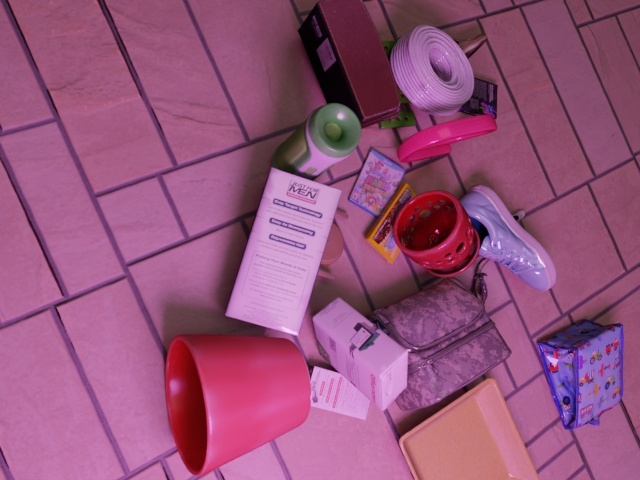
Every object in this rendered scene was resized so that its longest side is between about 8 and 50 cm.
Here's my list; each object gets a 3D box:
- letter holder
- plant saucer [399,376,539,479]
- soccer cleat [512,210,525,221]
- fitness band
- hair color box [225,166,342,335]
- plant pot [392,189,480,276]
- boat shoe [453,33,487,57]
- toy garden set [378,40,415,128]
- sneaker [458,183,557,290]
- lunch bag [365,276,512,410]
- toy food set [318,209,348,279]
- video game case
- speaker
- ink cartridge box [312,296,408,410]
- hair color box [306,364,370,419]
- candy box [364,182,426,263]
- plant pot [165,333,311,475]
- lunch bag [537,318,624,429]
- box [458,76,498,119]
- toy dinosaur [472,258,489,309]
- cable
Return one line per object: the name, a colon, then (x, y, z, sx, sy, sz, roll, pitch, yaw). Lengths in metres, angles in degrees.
letter holder: (0.112, -0.458, 1.352, 0.215, 0.152, 0.301, -23, 94, -21)
plant saucer: (0.377, 0.576, 1.368, 0.333, 0.081, 0.332, -24, 90, -24)
soccer cleat: (0.598, -0.071, 1.596, 0.083, 0.036, 0.029, -23, 90, -24)
fitness band: (0.342, -0.280, 1.432, 0.291, 0.209, 0.054, -17, 86, -24)
hair color box: (-0.087, 0.026, 1.213, 0.174, 0.105, 0.347, 18, 85, -8)
plant pot: (0.311, -0.011, 1.372, 0.174, 0.191, 0.191, 37, 66, -44)
boat shoe: (0.433, -0.591, 1.606, 0.190, 0.068, 0.072, -40, 85, -23)
toy garden set: (0.148, -0.429, 1.467, 0.204, 0.049, 0.244, -8, 89, -19)
sneaker: (0.508, 0.022, 1.498, 0.150, 0.135, 0.366, -38, 85, -22)
lunch bag: (0.279, 0.251, 1.324, 0.305, 0.212, 0.255, -21, 73, -25)
toy food set: (0.000, 0.000, 1.342, 0.133, 0.039, 0.191, 24, 67, -24)
video game case: (0.156, -0.152, 1.439, 0.119, 0.015, 0.166, 29, 71, -15)
speaker: (-0.018, -0.212, 1.223, 0.131, 0.296, 0.131, 4, 80, -22)
ink cartridge box: (0.092, 0.259, 1.205, 0.093, 0.160, 0.219, -36, 52, -25)
hair color box: (0.038, 0.370, 1.279, 0.167, 0.053, 0.093, 21, 75, -19)
candy box: (0.208, -0.047, 1.427, 0.105, 0.027, 0.205, 45, 67, -25)
plant pot: (-0.170, 0.320, 1.105, 0.243, 0.275, 0.274, -3, 82, -33)
lunch bag: (0.796, 0.411, 1.555, 0.221, 0.138, 0.293, -17, 97, -27)
box: (0.472, -0.442, 1.613, 0.162, 0.029, 0.115, 10, 78, -19)
toy dinosaur: (0.441, 0.149, 1.467, 0.118, 0.064, 0.268, 42, 56, -55)
cable: (0.312, -0.469, 1.455, 0.257, 0.089, 0.257, -40, 99, -39)
